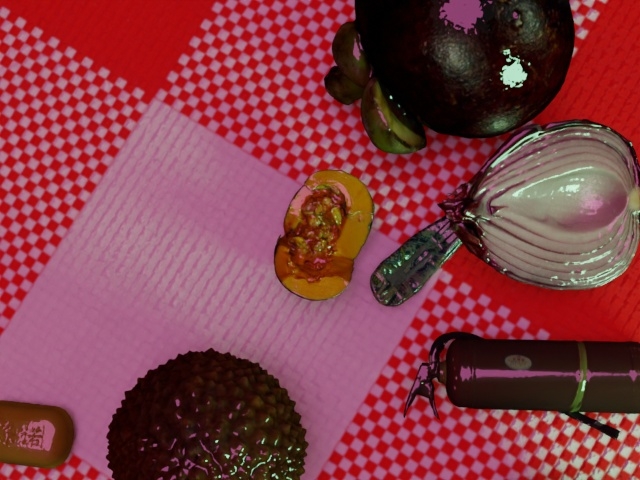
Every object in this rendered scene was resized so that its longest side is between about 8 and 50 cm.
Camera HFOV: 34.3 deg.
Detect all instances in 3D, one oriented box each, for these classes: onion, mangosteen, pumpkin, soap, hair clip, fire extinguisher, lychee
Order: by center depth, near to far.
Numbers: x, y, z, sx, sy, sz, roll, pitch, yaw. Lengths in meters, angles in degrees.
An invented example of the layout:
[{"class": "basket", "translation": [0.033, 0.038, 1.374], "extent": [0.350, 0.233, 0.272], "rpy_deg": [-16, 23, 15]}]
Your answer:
[{"class": "lychee", "translation": [-0.149, 0.267, 1.342], "extent": [0.267, 0.267, 0.267], "rpy_deg": [-1, 82, 5]}, {"class": "mangosteen", "translation": [0.173, -0.278, 1.366], "extent": [0.330, 0.330, 0.330], "rpy_deg": [-1, 82, 5]}, {"class": "fire extinguisher", "translation": [0.281, 0.193, 1.385], "extent": [0.341, 0.105, 0.141], "rpy_deg": [1, 80, 2]}, {"class": "onion", "translation": [0.287, -0.050, 1.400], "extent": [0.283, 0.120, 0.227], "rpy_deg": [0, 96, -9]}, {"class": "pumpkin", "translation": [0.000, 0.000, 1.439], "extent": [0.119, 0.107, 0.183], "rpy_deg": [23, 77, 1]}, {"class": "hair clip", "translation": [0.161, 0.008, 1.457], "extent": [0.229, 0.036, 0.066], "rpy_deg": [-41, 82, -5]}, {"class": "soap", "translation": [-0.419, 0.274, 1.467], "extent": [0.140, 0.045, 0.089], "rpy_deg": [5, 86, 6]}]
